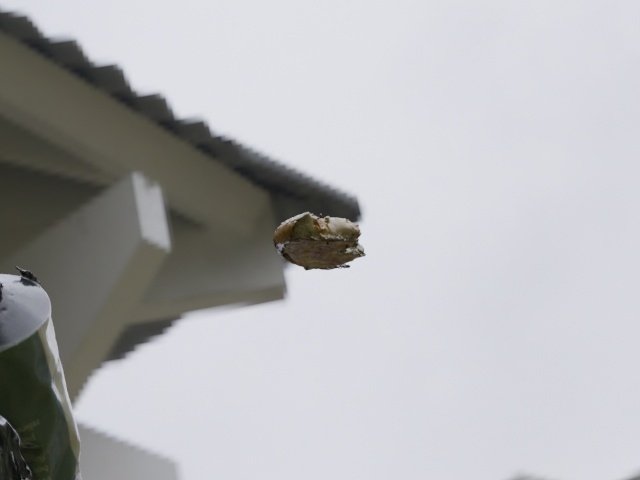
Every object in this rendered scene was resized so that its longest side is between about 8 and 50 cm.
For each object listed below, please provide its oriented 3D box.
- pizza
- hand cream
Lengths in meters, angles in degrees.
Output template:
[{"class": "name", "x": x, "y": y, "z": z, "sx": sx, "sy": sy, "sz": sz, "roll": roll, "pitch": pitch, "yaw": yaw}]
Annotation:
[{"class": "pizza", "x": 0.000, "y": 0.000, "z": 0.782, "sx": 0.037, "sy": 0.016, "sz": 0.083, "roll": -1, "pitch": -11, "yaw": 8}, {"class": "hand cream", "x": -0.121, "y": 0.115, "z": 0.774, "sx": 0.052, "sy": 0.075, "sz": 0.248, "roll": -34, "pitch": -45, "yaw": -39}]
